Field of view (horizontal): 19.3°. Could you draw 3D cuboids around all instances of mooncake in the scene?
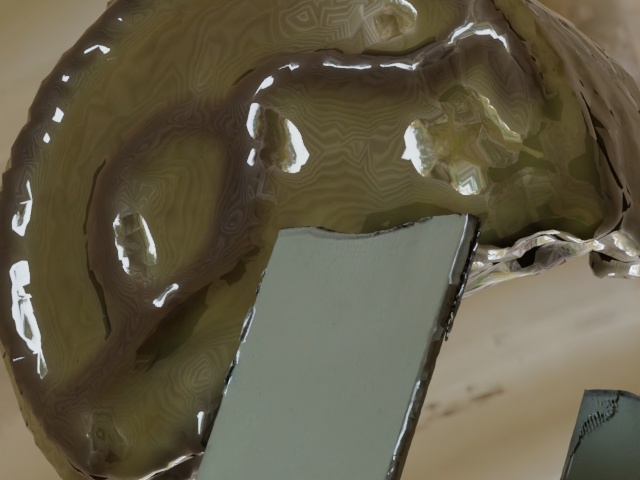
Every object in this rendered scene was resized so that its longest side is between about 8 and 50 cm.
[{"bbox_3d":[0.000,0.000,1.159,0.246,0.393,0.394,24,-93,-64],"label":"mooncake"}]

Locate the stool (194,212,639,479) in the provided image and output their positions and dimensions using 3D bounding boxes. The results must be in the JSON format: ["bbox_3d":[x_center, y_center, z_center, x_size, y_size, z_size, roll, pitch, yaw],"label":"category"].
[{"bbox_3d":[0.075,0.157,0.942,0.243,0.170,0.270,27,-107,-30],"label":"stool"}]
